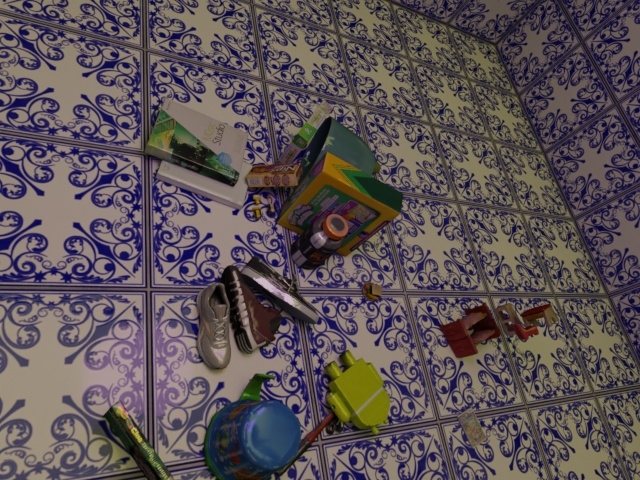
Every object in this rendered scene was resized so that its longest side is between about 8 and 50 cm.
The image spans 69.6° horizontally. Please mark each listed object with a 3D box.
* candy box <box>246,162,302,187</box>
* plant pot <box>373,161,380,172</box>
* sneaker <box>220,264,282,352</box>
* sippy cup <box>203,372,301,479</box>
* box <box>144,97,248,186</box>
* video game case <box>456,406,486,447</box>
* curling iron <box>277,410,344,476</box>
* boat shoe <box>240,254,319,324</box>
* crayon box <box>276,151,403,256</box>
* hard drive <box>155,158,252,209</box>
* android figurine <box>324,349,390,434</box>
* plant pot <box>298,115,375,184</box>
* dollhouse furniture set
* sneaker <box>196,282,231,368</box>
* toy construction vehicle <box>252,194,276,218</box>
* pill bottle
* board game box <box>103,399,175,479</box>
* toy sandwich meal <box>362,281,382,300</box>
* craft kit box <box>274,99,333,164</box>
[{"bbox_3d":[-0.168,-0.242,1.708,0.187,0.053,0.109,-2,30,12],"label":"candy box"},{"bbox_3d":[0.229,-0.334,2.085,0.079,0.083,0.083,-1,64,-45],"label":"plant pot"},{"bbox_3d":[-0.215,0.209,1.485,0.163,0.107,0.281,-8,79,-40],"label":"sneaker"},{"bbox_3d":[-0.168,0.531,1.236,0.240,0.224,0.305,-20,75,-39],"label":"sippy cup"},{"bbox_3d":[-0.429,-0.348,1.636,0.322,0.058,0.232,19,55,-21],"label":"box"},{"bbox_3d":[0.570,0.704,1.735,0.087,0.011,0.121,-12,71,-36],"label":"video game case"},{"bbox_3d":[-0.024,0.616,1.399,0.274,0.035,0.068,-27,80,-40],"label":"curling iron"},{"bbox_3d":[-0.120,0.164,1.551,0.307,0.113,0.104,34,65,1],"label":"boat shoe"},{"bbox_3d":[0.060,-0.115,1.660,0.313,0.363,0.106,27,53,-17],"label":"crayon box"},{"bbox_3d":[-0.409,-0.250,1.657,0.308,0.040,0.202,21,54,-21],"label":"hard drive"},{"bbox_3d":[0.129,0.504,1.526,0.248,0.056,0.272,-26,77,-49],"label":"android figurine"},{"bbox_3d":[0.072,-0.302,1.815,0.235,0.293,0.292,25,53,-16],"label":"plant pot"},{"bbox_3d":[0.686,0.321,1.796,0.202,0.374,0.152,-19,79,-40],"label":"dollhouse furniture set"},{"bbox_3d":[-0.313,0.249,1.375,0.100,0.121,0.262,-2,65,-32],"label":"sneaker"},{"bbox_3d":[-0.214,-0.124,1.714,0.086,0.035,0.098,-6,64,-22],"label":"toy construction vehicle"},{"bbox_3d":[0.000,0.000,1.632,0.131,0.246,0.130,15,57,-24],"label":"pill bottle"},{"bbox_3d":[-0.441,0.517,1.131,0.030,0.136,0.259,-33,85,-39],"label":"board game box"},{"bbox_3d":[0.202,0.195,1.787,0.086,0.029,0.085,15,57,-24],"label":"toy sandwich meal"},{"bbox_3d":[-0.074,-0.403,1.820,0.061,0.246,0.249,36,51,-8],"label":"craft kit box"}]
